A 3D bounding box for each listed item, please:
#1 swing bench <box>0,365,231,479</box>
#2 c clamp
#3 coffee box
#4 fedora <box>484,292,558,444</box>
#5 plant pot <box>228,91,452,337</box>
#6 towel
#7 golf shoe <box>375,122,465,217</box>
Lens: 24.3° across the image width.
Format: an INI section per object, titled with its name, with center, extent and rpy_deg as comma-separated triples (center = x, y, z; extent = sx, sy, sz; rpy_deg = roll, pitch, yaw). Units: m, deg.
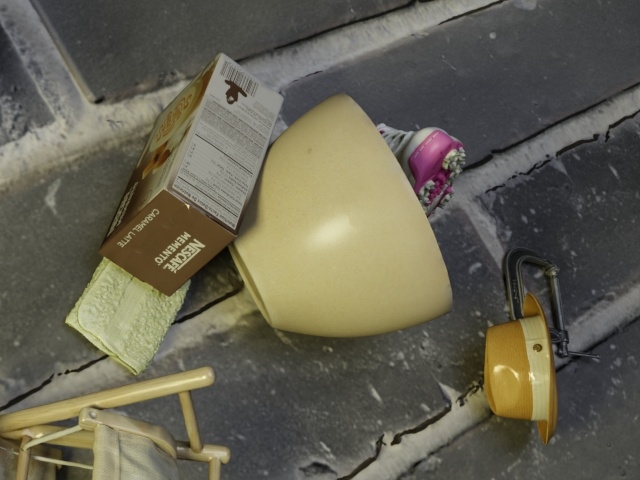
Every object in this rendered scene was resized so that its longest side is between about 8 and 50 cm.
[swing bench]
center = -0.219, 0.263, 1.379
extent = 0.254, 0.165, 0.253
rpy_deg = -2, 48, 2
[c clamp]
center = 0.308, 0.086, 2.029
extent = 0.137, 0.022, 0.161
rpy_deg = 5, 64, -30
[coffee box]
center = -0.142, -0.076, 1.670
extent = 0.098, 0.141, 0.246
rpy_deg = 35, 42, -18
[fedora]
center = 0.247, 0.162, 1.870
extent = 0.079, 0.194, 0.194
rpy_deg = -5, 64, 0
[plant pot]
center = 0.000, 0.000, 1.701
extent = 0.191, 0.284, 0.284
rpy_deg = -27, 82, -8
[towel]
center = -0.207, 0.068, 1.638
extent = 0.110, 0.027, 0.148
rpy_deg = 38, 48, -15
[golf shoe]
center = 0.093, -0.087, 1.809
extent = 0.140, 0.306, 0.115
rpy_deg = 41, 80, 7
